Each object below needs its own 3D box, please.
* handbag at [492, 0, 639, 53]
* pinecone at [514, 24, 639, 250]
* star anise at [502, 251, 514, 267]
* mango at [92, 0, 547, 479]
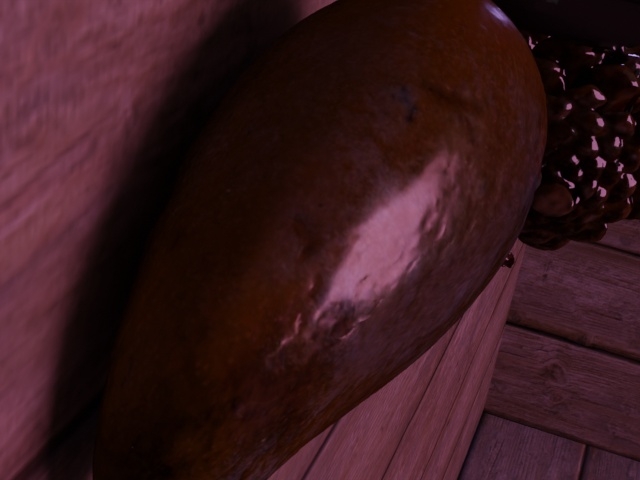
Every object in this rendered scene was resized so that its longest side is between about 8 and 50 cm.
[{"bbox_3d":[0.181,-0.283,0.746,0.257,0.113,0.285,8,94,-47],"label":"handbag"},{"bbox_3d":[0.191,-0.116,0.949,0.224,0.224,0.272,91,1,-47],"label":"pinecone"},{"bbox_3d":[0.184,0.005,1.249,0.140,0.144,0.158,-32,114,-23],"label":"star anise"},{"bbox_3d":[0.000,0.000,0.505,0.316,0.146,0.193,-50,155,-28],"label":"mango"}]
